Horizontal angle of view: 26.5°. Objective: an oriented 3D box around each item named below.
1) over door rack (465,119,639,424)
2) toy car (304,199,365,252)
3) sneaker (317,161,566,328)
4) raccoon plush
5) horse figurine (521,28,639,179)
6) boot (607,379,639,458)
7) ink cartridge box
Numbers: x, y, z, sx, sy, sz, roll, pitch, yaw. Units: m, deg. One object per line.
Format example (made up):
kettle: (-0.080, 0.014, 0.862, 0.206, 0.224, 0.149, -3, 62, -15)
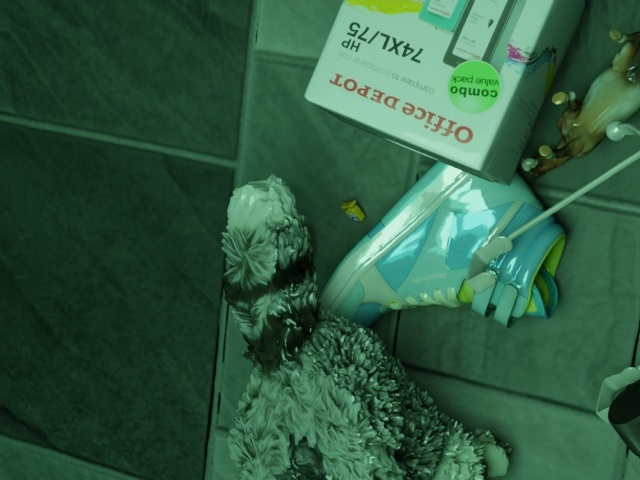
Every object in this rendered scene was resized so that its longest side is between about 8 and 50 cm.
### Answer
over door rack: (0.344, 0.004, 1.407, 0.324, 0.108, 0.239, -40, 106, 23)
toy car: (0.000, 0.000, 1.640, 0.122, 0.060, 0.040, -22, 122, 33)
sneaker: (0.143, 0.055, 1.546, 0.208, 0.127, 0.319, 47, 115, 11)
raccoon plush: (0.071, 0.144, 1.513, 0.216, 0.299, 0.446, 1, 95, 39)
horse figurine: (0.305, -0.161, 1.427, 0.066, 0.174, 0.263, 44, 101, 18)
boot: (0.478, 0.217, 1.391, 0.264, 0.096, 0.280, -37, 109, 23)
ink cartridge box: (0.142, -0.219, 1.384, 0.198, 0.197, 0.270, 24, 94, 15)
